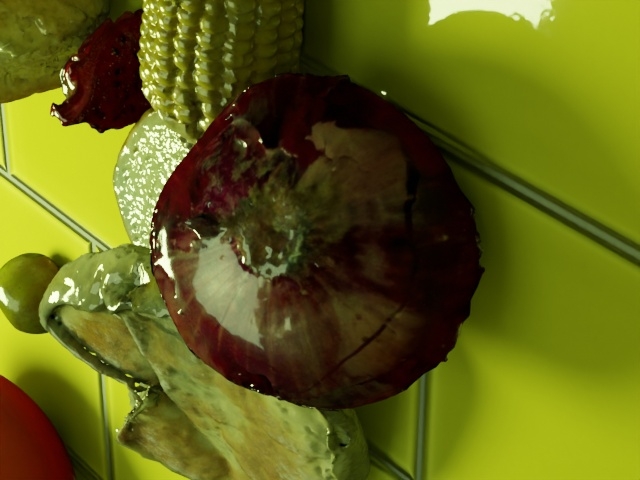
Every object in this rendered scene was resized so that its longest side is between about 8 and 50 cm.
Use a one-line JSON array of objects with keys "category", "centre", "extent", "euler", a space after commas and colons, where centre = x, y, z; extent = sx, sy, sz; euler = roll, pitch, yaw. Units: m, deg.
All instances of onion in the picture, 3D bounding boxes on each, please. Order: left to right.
[{"category": "onion", "centre": [0.000, 0.000, 1.356], "extent": [0.252, 0.219, 0.252], "euler": [2, 96, 19]}]

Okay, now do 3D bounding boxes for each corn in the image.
[{"category": "corn", "centre": [-0.068, -0.217, 1.369], "extent": [0.130, 0.130, 0.347], "euler": [37, 131, 39]}]

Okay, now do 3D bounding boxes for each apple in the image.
[{"category": "apple", "centre": [-0.305, 0.058, 1.929], "extent": [0.089, 0.074, 0.089], "euler": [53, 166, 19]}]

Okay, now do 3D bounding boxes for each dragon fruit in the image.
[{"category": "dragon fruit", "centre": [-0.188, -0.152, 1.584], "extent": [0.097, 0.131, 0.063], "euler": [43, 136, 22]}]

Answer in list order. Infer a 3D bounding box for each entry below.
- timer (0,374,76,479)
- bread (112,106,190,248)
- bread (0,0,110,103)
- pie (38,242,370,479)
[{"category": "timer", "centre": [-0.456, 0.309, 2.014], "extent": [0.378, 0.378, 0.279], "euler": [65, 167, 3]}, {"category": "bread", "centre": [-0.087, -0.020, 1.567], "extent": [0.236, 0.070, 0.236], "euler": [32, 133, 42]}, {"category": "bread", "centre": [-0.295, -0.248, 1.634], "extent": [0.245, 0.174, 0.121], "euler": [61, 149, 2]}, {"category": "pie", "centre": [-0.089, 0.131, 1.564], "extent": [0.337, 0.075, 0.337], "euler": [23, 148, 15]}]
